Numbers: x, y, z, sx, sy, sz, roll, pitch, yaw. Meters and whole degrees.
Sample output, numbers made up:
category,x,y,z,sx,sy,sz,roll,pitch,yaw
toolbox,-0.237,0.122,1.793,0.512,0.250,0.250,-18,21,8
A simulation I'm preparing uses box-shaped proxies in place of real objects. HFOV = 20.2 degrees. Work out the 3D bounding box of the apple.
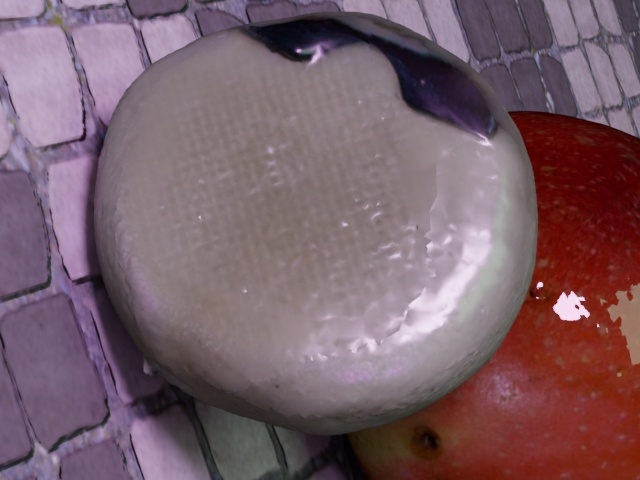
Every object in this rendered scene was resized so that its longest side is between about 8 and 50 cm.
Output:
category,x,y,z,sx,sy,sz,roll,pitch,yaw
apple,0.164,0.075,1.321,0.348,0.277,0.349,38,46,-54

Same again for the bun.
category,x,y,z,sx,sy,sz,roll,pitch,yaw
bun,0.000,0.000,1.137,0.179,0.283,0.283,80,5,-66
